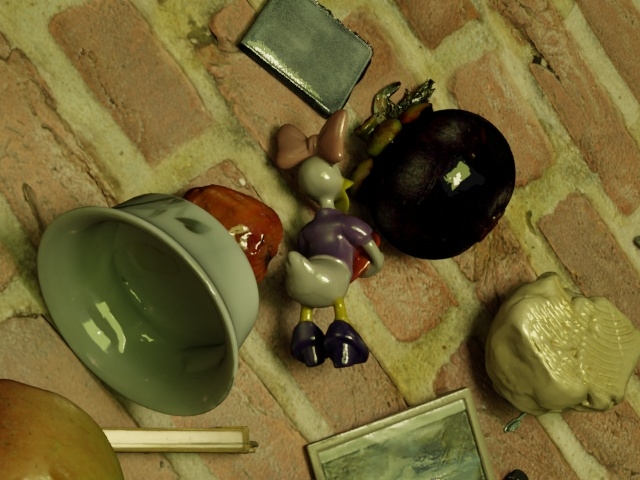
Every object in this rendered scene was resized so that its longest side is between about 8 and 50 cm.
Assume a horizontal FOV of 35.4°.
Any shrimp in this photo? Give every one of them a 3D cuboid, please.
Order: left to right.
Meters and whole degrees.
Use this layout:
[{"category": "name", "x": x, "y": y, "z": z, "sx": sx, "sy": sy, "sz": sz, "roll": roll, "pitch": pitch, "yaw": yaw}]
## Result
[{"category": "shrimp", "x": 0.155, "y": -0.257, "z": 1.848, "sx": 0.091, "sy": 0.034, "sz": 0.161, "roll": 47, "pitch": 66, "yaw": -15}]

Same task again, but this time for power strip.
[{"category": "power strip", "x": -0.231, "y": 0.307, "z": 1.546, "sx": 0.305, "sy": 0.064, "sz": 0.044, "roll": 7, "pitch": 74, "yaw": -28}]

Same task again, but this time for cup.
[{"category": "cup", "x": -0.226, "y": 0.068, "z": 1.457, "sx": 0.347, "sy": 0.347, "sz": 0.163, "roll": 56, "pitch": 43, "yaw": -12}]

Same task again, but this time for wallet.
[{"category": "wallet", "x": -0.020, "y": -0.333, "z": 1.762, "sx": 0.222, "sy": 0.036, "sz": 0.167, "roll": 36, "pitch": 69, "yaw": -18}]

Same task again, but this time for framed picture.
[{"category": "framed picture", "x": 0.148, "y": 0.408, "z": 1.729, "sx": 0.315, "sy": 0.024, "sz": 0.232, "roll": -18, "pitch": 92, "yaw": -15}]

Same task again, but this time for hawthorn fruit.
[{"category": "hawthorn fruit", "x": -0.151, "y": -0.004, "z": 1.576, "sx": 0.179, "sy": 0.173, "sz": 0.173, "roll": 29, "pitch": 71, "yaw": -21}]

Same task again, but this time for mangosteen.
[{"category": "mangosteen", "x": 0.182, "y": -0.118, "z": 1.744, "sx": 0.302, "sy": 0.275, "sz": 0.275, "roll": 39, "pitch": 62, "yaw": 17}]

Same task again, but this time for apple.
[{"category": "apple", "x": -0.421, "y": 0.358, "z": 1.301, "sx": 0.338, "sy": 0.338, "sz": 0.305, "roll": -56, "pitch": 129, "yaw": -22}]

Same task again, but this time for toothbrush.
[{"category": "toothbrush", "x": 0.430, "y": 0.304, "z": 1.936, "sx": 0.219, "sy": 0.019, "sz": 0.016, "roll": -34, "pitch": 95, "yaw": -28}]

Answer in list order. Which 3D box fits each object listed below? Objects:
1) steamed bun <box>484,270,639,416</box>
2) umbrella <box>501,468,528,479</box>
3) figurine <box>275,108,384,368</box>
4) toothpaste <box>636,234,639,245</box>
[{"category": "steamed bun", "x": 0.427, "y": 0.201, "z": 1.852, "sx": 0.289, "sy": 0.203, "sz": 0.276, "roll": -29, "pitch": 89, "yaw": -42}, {"category": "umbrella", "x": 0.300, "y": 0.495, "z": 1.816, "sx": 0.224, "sy": 0.071, "sz": 0.080, "roll": -40, "pitch": 120, "yaw": -33}, {"category": "figurine", "x": 0.002, "y": 0.006, "z": 1.650, "sx": 0.193, "sy": 0.154, "sz": 0.421, "roll": 28, "pitch": 59, "yaw": -51}, {"category": "toothpaste", "x": 0.741, "y": 0.053, "z": 2.132, "sx": 0.216, "sy": 0.037, "sz": 0.062, "roll": 38, "pitch": 66, "yaw": -25}]
